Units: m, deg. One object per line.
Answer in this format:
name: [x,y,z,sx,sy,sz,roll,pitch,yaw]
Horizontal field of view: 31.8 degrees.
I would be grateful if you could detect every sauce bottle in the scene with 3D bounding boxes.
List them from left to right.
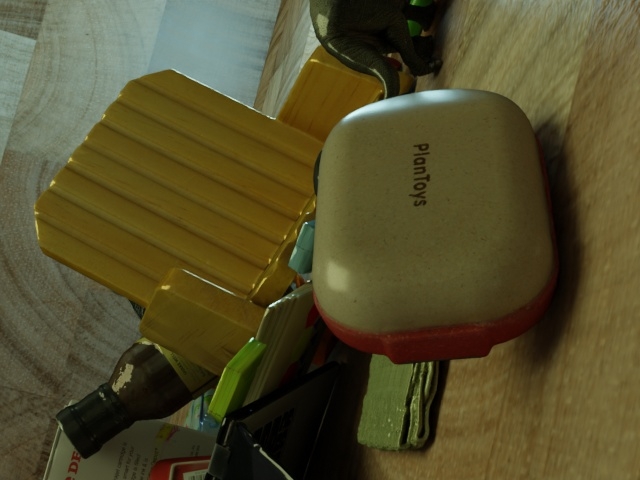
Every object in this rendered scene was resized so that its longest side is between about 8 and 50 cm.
sauce bottle: [-0.185,0.156,1.470,0.344,0.111,0.111,-34,2,-12]

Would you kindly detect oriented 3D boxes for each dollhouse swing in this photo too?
dollhouse swing: [-0.135,-0.083,1.275,0.347,0.305,0.315,-57,2,-23]

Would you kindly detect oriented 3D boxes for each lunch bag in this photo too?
lunch bag: [-0.175,0.325,1.779,0.219,0.090,0.176,-99,27,-68]

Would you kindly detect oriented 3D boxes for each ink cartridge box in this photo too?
ink cartridge box: [-0.238,0.354,1.526,0.117,0.278,0.201,125,158,-64]

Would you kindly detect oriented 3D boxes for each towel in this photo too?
towel: [0.065,0.118,0.904,0.148,0.027,0.110,142,141,-73]

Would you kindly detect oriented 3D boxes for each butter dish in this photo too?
butter dish: [-0.135,0.355,1.420,0.160,0.160,0.118,-93,-3,-61]

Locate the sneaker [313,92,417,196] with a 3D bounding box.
sneaker: [0.058,-0.032,0.942,0.228,0.086,0.132,-40,-36,-55]

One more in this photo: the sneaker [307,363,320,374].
sneaker: [-0.065,0.158,1.360,0.153,0.101,0.269,-93,17,-54]

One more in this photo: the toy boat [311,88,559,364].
toy boat: [0.080,0.005,0.751,0.231,0.151,0.151,-85,-15,-47]

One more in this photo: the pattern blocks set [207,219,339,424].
pattern blocks set: [-0.040,0.121,1.116,0.325,0.026,0.285,-65,-16,6]

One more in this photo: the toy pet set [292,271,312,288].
toy pet set: [0.000,0.000,1.447,0.114,0.065,0.122,54,142,32]

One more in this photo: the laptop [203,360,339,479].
laptop: [-0.018,0.363,1.031,0.408,0.236,0.382,-15,-55,-68]

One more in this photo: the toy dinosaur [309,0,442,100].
toy dinosaur: [0.050,-0.244,1.165,0.121,0.160,0.314,127,158,-67]

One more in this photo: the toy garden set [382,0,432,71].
toy garden set: [0.083,-0.287,1.377,0.244,0.049,0.204,-90,18,-59]

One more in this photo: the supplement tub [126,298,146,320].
supplement tub: [-0.221,0.009,1.654,0.316,0.193,0.194,51,135,35]

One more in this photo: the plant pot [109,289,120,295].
plant pot: [-0.175,-0.007,1.903,0.252,0.247,0.248,-15,58,56]
